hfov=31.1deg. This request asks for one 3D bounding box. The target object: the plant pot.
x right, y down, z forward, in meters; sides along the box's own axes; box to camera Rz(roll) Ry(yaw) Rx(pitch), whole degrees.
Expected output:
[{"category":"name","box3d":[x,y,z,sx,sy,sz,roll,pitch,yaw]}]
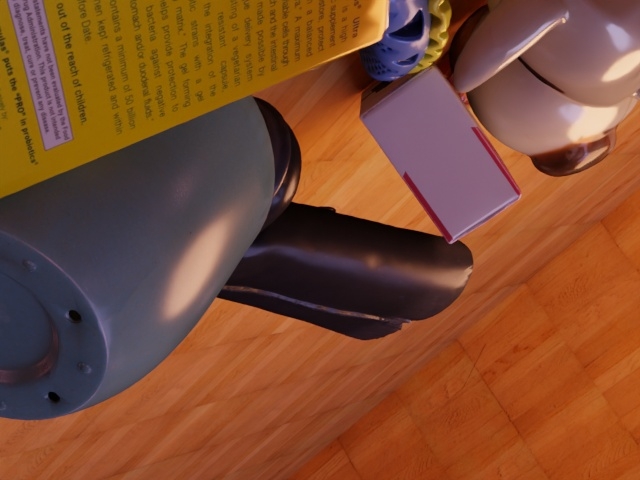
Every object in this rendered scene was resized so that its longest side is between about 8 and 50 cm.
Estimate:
[{"category":"plant pot","box3d":[-0.206,-0.008,0.873,0.293,0.293,0.235,-48,-166,37]}]

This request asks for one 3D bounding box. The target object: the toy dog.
[{"category":"toy dog","box3d":[0.290,-0.221,1.225,0.395,0.284,0.408,-49,174,-16]}]

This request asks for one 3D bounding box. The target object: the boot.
[{"category":"boot","box3d":[-0.001,0.000,1.227,0.445,0.146,0.367,20,159,-36]}]

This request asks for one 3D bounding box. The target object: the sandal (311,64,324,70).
[{"category":"sandal","box3d":[-0.097,-0.202,1.061,0.079,0.088,0.240,-7,173,41]}]

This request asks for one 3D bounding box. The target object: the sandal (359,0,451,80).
[{"category":"sandal","box3d":[0.053,-0.260,1.070,0.138,0.126,0.317,-19,152,-11]}]

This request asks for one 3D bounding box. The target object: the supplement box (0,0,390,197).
[{"category":"supplement box","box3d":[-0.150,-0.193,0.726,0.356,0.194,0.195,-26,147,-20]}]

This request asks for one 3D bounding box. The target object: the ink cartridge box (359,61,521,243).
[{"category":"ink cartridge box","box3d":[0.131,-0.115,1.310,0.100,0.172,0.237,-34,-170,10]}]

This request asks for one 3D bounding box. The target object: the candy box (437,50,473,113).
[{"category":"candy box","box3d":[0.225,-0.219,1.515,0.186,0.053,0.109,-12,153,-42]}]
